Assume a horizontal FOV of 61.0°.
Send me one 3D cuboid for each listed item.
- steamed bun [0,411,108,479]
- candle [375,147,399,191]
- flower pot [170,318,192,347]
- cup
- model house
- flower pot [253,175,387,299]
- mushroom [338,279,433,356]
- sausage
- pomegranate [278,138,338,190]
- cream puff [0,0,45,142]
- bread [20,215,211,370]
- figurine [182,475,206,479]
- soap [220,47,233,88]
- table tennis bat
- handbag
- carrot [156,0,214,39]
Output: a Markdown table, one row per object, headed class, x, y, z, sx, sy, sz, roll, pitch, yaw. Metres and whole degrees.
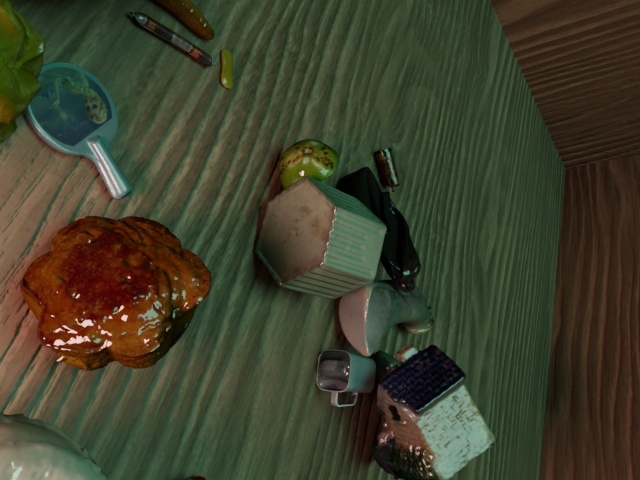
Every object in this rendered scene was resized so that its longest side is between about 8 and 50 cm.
| class | x | y | z | sx | sy | sz | roll | pitch | yaw |
| --- | --- | --- | --- | --- | --- | --- | --- | --- | --- |
| steamed bun | -0.415 | 0.372 | 0.576 | 0.374 | 0.241 | 0.375 | 11 | 76 | -55 |
| candle | 0.200 | -0.206 | 1.603 | 0.052 | 0.052 | 0.131 | -26 | 104 | -50 |
| flower pot | -0.276 | 0.120 | 0.922 | 0.089 | 0.111 | 0.111 | 35 | 56 | -24 |
| cup | 0.062 | 0.331 | 1.296 | 0.129 | 0.095 | 0.128 | 24 | 66 | -48 |
| model house | 0.229 | 0.400 | 1.346 | 0.243 | 0.298 | 0.284 | -22 | 89 | -24 |
| flower pot | 0.000 | 0.000 | 1.176 | 0.189 | 0.209 | 0.239 | 18 | 84 | -48 |
| mushroom | 0.198 | 0.188 | 1.470 | 0.397 | 0.126 | 0.177 | -2 | 87 | -53 |
| sausage | -0.283 | -0.389 | 1.057 | 0.198 | 0.025 | 0.028 | 19 | 84 | -48 |
| pomegranate | -0.038 | -0.158 | 1.250 | 0.122 | 0.169 | 0.143 | 22 | 68 | -7 |
| cream puff | -0.465 | -0.261 | 0.626 | 0.324 | 0.291 | 0.257 | 50 | 22 | -8 |
| bread | -0.305 | 0.077 | 0.789 | 0.232 | 0.246 | 0.135 | -50 | 166 | -38 |
| figurine | -0.228 | 0.453 | 0.935 | 0.067 | 0.071 | 0.083 | -3 | 74 | -10 |
| soap | -0.200 | -0.370 | 1.166 | 0.034 | 0.012 | 0.089 | 9 | 76 | -50 |
| table tennis bat | -0.382 | -0.175 | 0.888 | 0.149 | 0.038 | 0.237 | -43 | 113 | -47 |
| handbag | 0.161 | -0.025 | 1.409 | 0.285 | 0.113 | 0.257 | 55 | 17 | -30 |
| carrot | -0.280 | -0.462 | 1.057 | 0.209 | 0.061 | 0.061 | 34 | 58 | -49 |
